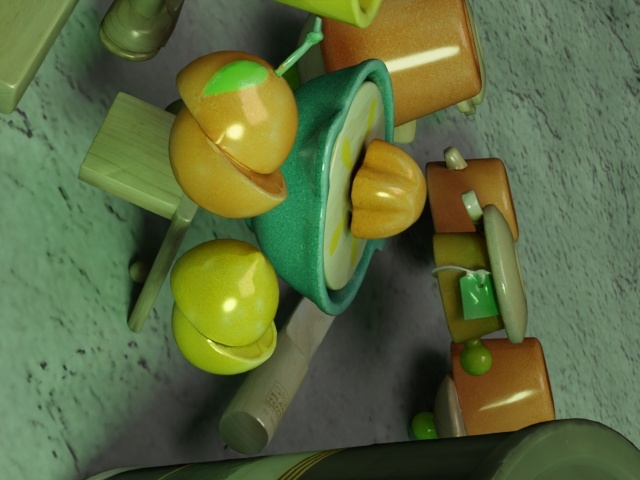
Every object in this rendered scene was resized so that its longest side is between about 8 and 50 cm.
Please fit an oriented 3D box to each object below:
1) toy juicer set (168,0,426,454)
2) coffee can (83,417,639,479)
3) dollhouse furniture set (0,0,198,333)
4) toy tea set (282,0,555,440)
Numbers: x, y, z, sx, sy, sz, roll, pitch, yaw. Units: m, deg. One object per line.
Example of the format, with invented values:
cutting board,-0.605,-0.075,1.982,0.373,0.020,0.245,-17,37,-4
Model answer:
toy juicer set,0.000,0.000,0.737,0.329,0.089,0.209,83,22,-50
coffee can,0.010,0.194,0.665,0.201,0.275,0.202,17,68,-47
dollhouse furniture set,-0.125,-0.065,0.768,0.151,0.123,0.144,24,56,-4
toy tea set,0.059,-0.017,0.939,0.200,0.124,0.336,25,53,-78
